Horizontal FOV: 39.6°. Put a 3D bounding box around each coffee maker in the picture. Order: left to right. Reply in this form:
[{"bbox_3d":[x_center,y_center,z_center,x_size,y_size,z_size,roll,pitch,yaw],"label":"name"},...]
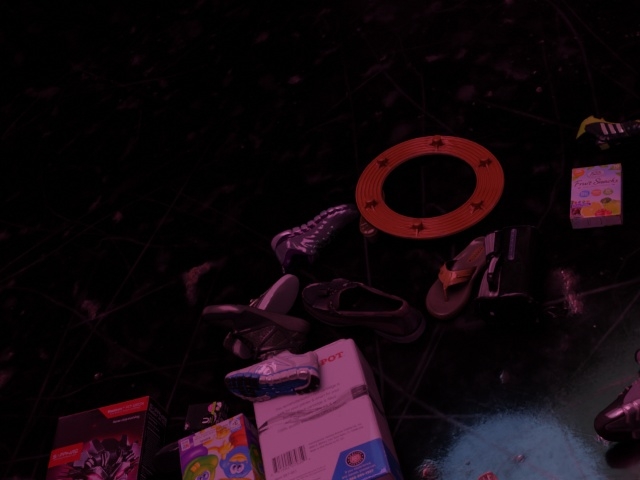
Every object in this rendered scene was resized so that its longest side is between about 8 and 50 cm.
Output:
[{"bbox_3d":[0.395,0.071,1.736,0.171,0.120,0.178,11,55,8],"label":"coffee maker"}]

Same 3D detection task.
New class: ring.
[{"bbox_3d":[0.244,-0.132,2.011,0.336,0.032,0.336,-9,45,9],"label":"ring"}]

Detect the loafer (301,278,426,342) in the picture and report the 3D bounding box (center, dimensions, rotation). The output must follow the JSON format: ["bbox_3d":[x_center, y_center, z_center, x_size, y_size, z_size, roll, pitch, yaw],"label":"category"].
[{"bbox_3d":[0.079,0.126,1.855,0.302,0.095,0.109,14,59,37],"label":"loafer"}]

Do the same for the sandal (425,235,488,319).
[{"bbox_3d":[0.286,0.066,1.822,0.090,0.060,0.219,25,66,42],"label":"sandal"}]

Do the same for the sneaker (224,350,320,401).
[{"bbox_3d":[-0.087,0.248,1.678,0.191,0.071,0.083,-8,40,15],"label":"sneaker"}]

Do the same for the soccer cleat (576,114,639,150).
[{"bbox_3d":[0.635,-0.223,1.906,0.179,0.060,0.072,15,69,45],"label":"soccer cleat"}]

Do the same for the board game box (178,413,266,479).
[{"bbox_3d":[-0.153,0.484,1.619,0.142,0.144,0.275,-24,44,6],"label":"board game box"}]

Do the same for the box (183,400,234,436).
[{"bbox_3d":[-0.229,0.372,1.830,0.083,0.052,0.062,-11,45,21],"label":"box"}]

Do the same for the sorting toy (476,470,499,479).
[{"bbox_3d":[0.275,0.445,1.498,0.075,0.045,0.083,-30,53,19],"label":"sorting toy"}]

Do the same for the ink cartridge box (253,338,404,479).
[{"bbox_3d":[0.011,0.366,1.647,0.223,0.129,0.307,-24,43,8],"label":"ink cartridge box"}]

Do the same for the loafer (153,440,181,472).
[{"bbox_3d":[-0.253,0.419,1.797,0.170,0.062,0.061,-11,17,11],"label":"loafer"}]

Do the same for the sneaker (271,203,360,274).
[{"bbox_3d":[0.000,0.000,2.047,0.224,0.083,0.098,-26,63,12],"label":"sneaker"}]

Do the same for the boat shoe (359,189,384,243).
[{"bbox_3d":[0.119,-0.057,2.035,0.056,0.049,0.152,0,47,18],"label":"boat shoe"}]

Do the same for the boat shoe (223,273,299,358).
[{"bbox_3d":[-0.133,0.157,1.958,0.070,0.078,0.219,22,66,39],"label":"boat shoe"}]

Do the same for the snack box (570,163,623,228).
[{"bbox_3d":[0.568,-0.092,1.829,0.100,0.037,0.141,-4,49,24],"label":"snack box"}]

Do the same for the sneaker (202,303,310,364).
[{"bbox_3d":[-0.142,0.207,1.854,0.227,0.087,0.130,15,72,-9],"label":"sneaker"}]

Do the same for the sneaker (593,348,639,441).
[{"bbox_3d":[0.547,0.248,1.507,0.229,0.086,0.132,-21,38,-4],"label":"sneaker"}]

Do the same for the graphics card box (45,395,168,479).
[{"bbox_3d":[-0.444,0.509,1.794,0.233,0.094,0.371,-15,46,16],"label":"graphics card box"}]
